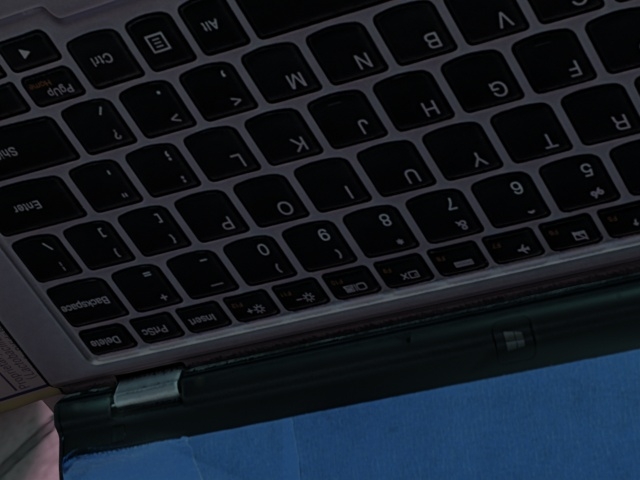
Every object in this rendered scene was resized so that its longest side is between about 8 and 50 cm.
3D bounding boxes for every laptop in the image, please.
[{"bbox_3d":[0.013,0.048,0.550,0.382,0.408,0.236,-14,35,29],"label":"laptop"}]

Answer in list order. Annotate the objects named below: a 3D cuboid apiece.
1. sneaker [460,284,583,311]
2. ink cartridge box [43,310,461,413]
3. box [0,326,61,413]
[{"bbox_3d":[0.125,0.043,0.723,0.169,0.108,0.293,-30,45,42],"label":"sneaker"},{"bbox_3d":[0.000,0.000,0.850,0.160,0.092,0.219,-3,49,35],"label":"ink cartridge box"},{"bbox_3d":[-0.068,-0.067,0.799,0.243,0.117,0.214,-18,41,21],"label":"box"}]
